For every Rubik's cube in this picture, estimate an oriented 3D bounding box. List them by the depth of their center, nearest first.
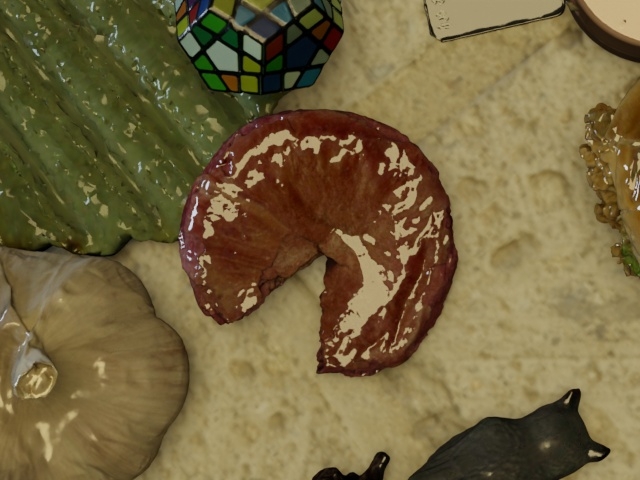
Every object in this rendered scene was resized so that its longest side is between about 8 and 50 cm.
[{"bbox_3d":[-0.047,-0.171,1.283,0.133,0.133,0.112,-46,55,1],"label":"Rubik's cube"}]

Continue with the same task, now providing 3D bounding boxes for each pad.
[{"bbox_3d":[0.129,-0.245,1.367,0.112,0.003,0.157,-13,83,6],"label":"pad"}]

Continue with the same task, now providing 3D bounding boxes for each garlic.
[{"bbox_3d":[-0.213,0.099,1.272,0.218,0.212,0.218,0,84,1],"label":"garlic"}]

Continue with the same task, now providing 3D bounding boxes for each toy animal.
[{"bbox_3d":[0.110,0.175,1.270,0.210,0.117,0.121,-33,75,5],"label":"toy animal"}]

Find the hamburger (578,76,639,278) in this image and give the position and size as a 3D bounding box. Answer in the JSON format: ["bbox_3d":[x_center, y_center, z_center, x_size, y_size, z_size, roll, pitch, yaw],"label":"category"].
[{"bbox_3d":[0.333,-0.043,1.255,0.286,0.146,0.243,22,80,10],"label":"hamburger"}]

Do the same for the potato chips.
[{"bbox_3d":[-0.233,-0.167,1.367,0.358,0.070,0.429,-41,83,-5],"label":"potato chips"}]

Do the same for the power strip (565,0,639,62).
[{"bbox_3d":[0.260,-0.213,1.308,0.154,0.078,0.154,0,87,8],"label":"power strip"}]

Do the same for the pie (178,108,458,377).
[{"bbox_3d":[0.000,0.000,1.310,0.219,0.054,0.204,12,95,-2],"label":"pie"}]
